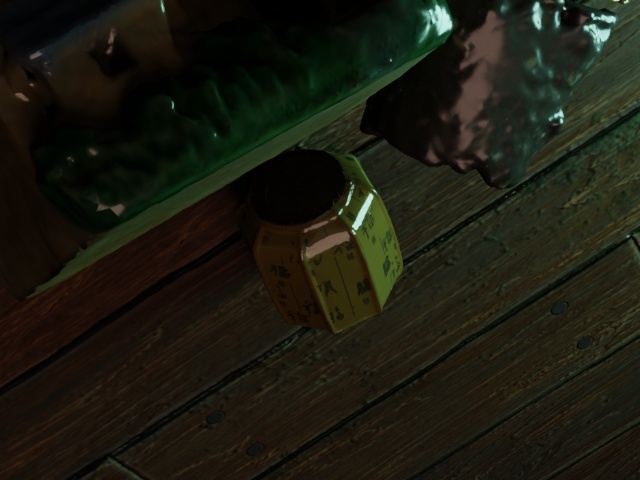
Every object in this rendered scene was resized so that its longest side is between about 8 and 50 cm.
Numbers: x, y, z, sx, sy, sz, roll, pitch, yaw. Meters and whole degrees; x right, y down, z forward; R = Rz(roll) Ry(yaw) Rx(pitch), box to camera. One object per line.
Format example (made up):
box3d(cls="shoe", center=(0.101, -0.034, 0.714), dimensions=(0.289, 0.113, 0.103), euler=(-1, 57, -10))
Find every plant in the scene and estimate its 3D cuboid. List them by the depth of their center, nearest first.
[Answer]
box3d(cls="plant", center=(0.156, -0.200, 1.485), dimensions=(0.199, 0.188, 0.276), euler=(14, 106, -29))

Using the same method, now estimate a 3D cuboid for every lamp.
box3d(cls="lamp", center=(0.000, 0.000, 1.634), dimensions=(0.161, 0.161, 0.185), euler=(-26, 137, -1))

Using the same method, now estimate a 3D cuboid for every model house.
box3d(cls="model house", center=(-0.149, -0.200, 1.209), dimensions=(0.382, 0.342, 0.334), euler=(-31, 180, -24))

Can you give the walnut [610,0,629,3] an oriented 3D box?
box3d(cls="walnut", center=(0.303, -0.299, 1.556), dimensions=(0.091, 0.052, 0.121), euler=(-17, 140, -13))
